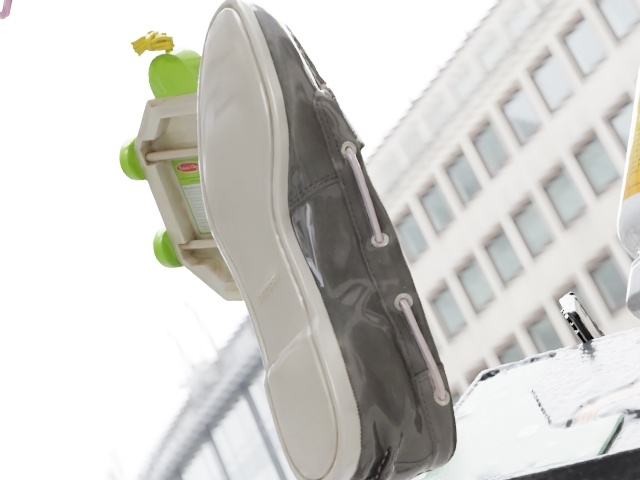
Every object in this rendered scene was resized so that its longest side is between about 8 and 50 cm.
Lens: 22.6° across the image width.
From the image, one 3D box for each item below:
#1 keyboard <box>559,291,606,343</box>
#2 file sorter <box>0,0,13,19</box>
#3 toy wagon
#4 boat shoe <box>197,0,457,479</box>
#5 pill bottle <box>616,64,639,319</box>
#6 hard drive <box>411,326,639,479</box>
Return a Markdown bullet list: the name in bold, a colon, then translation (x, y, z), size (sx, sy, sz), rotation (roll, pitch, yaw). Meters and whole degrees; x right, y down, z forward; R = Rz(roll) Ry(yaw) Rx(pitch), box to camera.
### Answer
- **keyboard**: translation (0.256, 0.135, 1.376), size (0.038, 0.192, 0.100), rotation (-33, 4, 12)
- **file sorter**: translation (-0.280, -0.266, 1.216), size (0.291, 0.182, 0.202), rotation (-32, -2, -19)
- **toy wagon**: translation (-0.119, -0.089, 1.862), size (0.267, 0.344, 0.068), rotation (-3, 23, 43)
- **boat shoe**: translation (0.000, 0.000, 1.018), size (0.095, 0.335, 0.112), rotation (0, -26, -32)
- **pill bottle**: translation (0.329, -0.050, 1.382), size (0.136, 0.245, 0.136), rotation (11, -23, 5)
- **hard drive**: translation (0.232, 0.133, 1.189), size (0.339, 0.064, 0.237), rotation (-19, 13, 32)
